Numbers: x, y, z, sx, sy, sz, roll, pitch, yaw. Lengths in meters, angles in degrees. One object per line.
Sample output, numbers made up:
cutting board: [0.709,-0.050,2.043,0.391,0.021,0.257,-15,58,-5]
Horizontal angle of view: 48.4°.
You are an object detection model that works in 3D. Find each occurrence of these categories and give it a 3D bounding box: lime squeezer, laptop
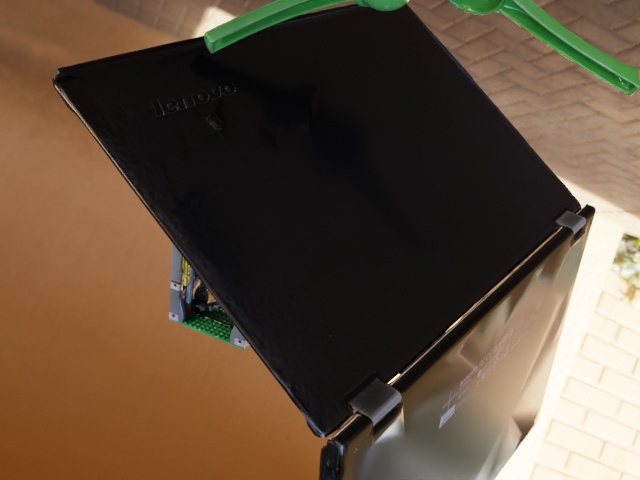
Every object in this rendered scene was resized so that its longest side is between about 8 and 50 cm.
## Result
lime squeezer: [0.075,-0.169,0.522,0.310,0.110,0.059,4,175,-7]
laptop: [0.037,0.049,0.587,0.236,0.408,0.382,24,-145,32]

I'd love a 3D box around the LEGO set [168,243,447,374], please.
LEGO set: [0.000,0.000,0.748,0.331,0.192,0.255,22,-154,29]
